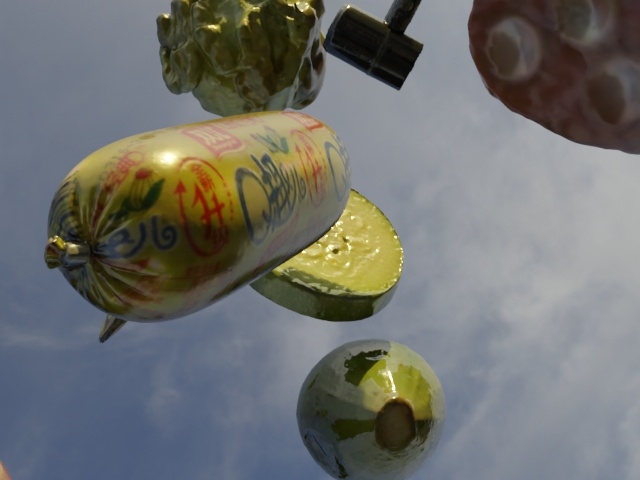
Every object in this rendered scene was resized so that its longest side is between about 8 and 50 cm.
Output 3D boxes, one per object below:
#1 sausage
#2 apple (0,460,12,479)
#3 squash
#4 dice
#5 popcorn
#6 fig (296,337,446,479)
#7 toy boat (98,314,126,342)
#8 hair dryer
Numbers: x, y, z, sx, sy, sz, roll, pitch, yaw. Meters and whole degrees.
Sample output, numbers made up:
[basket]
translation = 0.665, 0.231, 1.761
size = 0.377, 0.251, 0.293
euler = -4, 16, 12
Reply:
[sausage]
translation = -0.066, -0.031, 0.526
size = 0.347, 0.123, 0.123
euler = -32, -70, -62
[apple]
translation = -0.395, 0.325, 0.714
size = 0.179, 0.346, 0.254
euler = -1, -123, 0
[squash]
translation = 0.000, 0.000, 0.968
size = 0.252, 0.252, 0.049
euler = -17, -37, -36
[dice]
translation = 0.220, -0.171, 0.466
size = 0.174, 0.179, 0.175
euler = -31, -40, -39
[popcorn]
translation = -0.139, -0.357, 1.224
size = 0.312, 0.312, 0.312
euler = 1, -92, -37
[fig]
translation = 0.064, 0.231, 0.950
size = 0.230, 0.207, 0.207
euler = 41, -118, -64
[toy boat]
translation = -0.339, 0.094, 1.262
size = 0.066, 0.084, 0.210
euler = 36, -100, -36
[hair dryer]
translation = 0.104, -0.319, 0.911
size = 0.124, 0.071, 0.219
euler = 30, -73, -3
